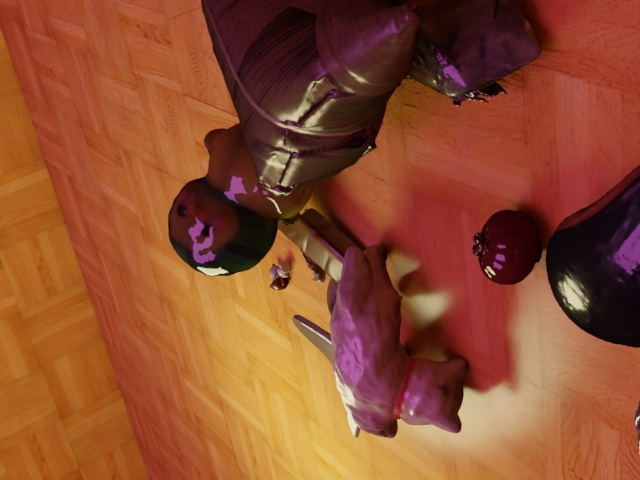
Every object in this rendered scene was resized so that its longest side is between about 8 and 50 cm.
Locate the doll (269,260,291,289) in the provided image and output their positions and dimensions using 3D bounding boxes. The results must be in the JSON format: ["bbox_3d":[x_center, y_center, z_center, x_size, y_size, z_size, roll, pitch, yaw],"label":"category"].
[{"bbox_3d":[-0.080,0.073,1.932,0.085,0.040,0.058,-17,88,63],"label":"doll"}]

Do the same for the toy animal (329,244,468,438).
[{"bbox_3d":[0.133,0.167,1.528,0.188,0.266,0.308,3,74,45],"label":"toy animal"}]

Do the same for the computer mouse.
[{"bbox_3d":[0.357,0.024,1.033,0.183,0.116,0.323,54,151,8],"label":"computer mouse"}]

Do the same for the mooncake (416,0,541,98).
[{"bbox_3d":[0.179,-0.242,1.103,0.125,0.130,0.073,63,-175,-2],"label":"mooncake"}]

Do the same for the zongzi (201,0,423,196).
[{"bbox_3d":[-0.025,-0.364,1.213,0.500,0.218,0.467,69,155,14],"label":"zongzi"}]

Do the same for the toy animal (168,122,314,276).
[{"bbox_3d":[-0.117,-0.087,1.611,0.216,0.338,0.191,37,-174,32],"label":"toy animal"}]

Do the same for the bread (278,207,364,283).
[{"bbox_3d":[0.000,0.000,1.679,0.226,0.049,0.088,42,149,21],"label":"bread"}]

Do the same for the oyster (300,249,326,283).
[{"bbox_3d":[-0.014,0.040,1.792,0.093,0.034,0.051,62,171,-22],"label":"oyster"}]

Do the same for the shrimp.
[{"bbox_3d":[0.141,-0.276,1.220,0.296,0.058,0.169,36,141,48],"label":"shrimp"}]

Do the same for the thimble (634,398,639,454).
[{"bbox_3d":[0.455,0.203,0.957,0.205,0.172,0.236,-3,109,64],"label":"thimble"}]

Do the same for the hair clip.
[{"bbox_3d":[0.050,0.211,1.732,0.282,0.113,0.172,59,166,12],"label":"hair clip"}]

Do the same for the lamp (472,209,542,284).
[{"bbox_3d":[0.247,0.009,1.239,0.101,0.090,0.101,-172,90,-78],"label":"lamp"}]
